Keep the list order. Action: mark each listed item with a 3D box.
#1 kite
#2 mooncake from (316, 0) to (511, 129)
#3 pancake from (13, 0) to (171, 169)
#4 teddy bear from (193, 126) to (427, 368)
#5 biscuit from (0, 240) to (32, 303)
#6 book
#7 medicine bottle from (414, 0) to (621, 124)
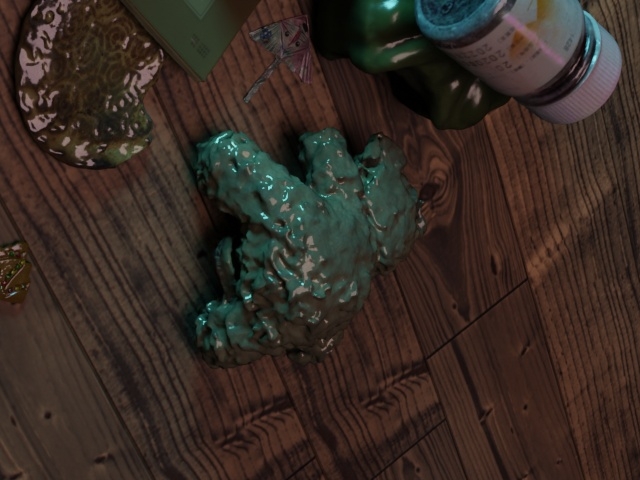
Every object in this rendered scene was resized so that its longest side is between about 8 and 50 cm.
[{"bbox_3d":[-0.056,-0.252,1.754,0.137,0.005,0.153,33,87,-39],"label":"kite"},{"bbox_3d":[0.173,-0.338,1.781,0.351,0.187,0.351,-12,112,-32],"label":"mooncake"},{"bbox_3d":[-0.257,-0.232,1.593,0.286,0.033,0.288,-10,113,-36],"label":"pancake"},{"bbox_3d":[0.000,0.000,1.796,0.367,0.224,0.358,-21,118,-47],"label":"teddy bear"},{"bbox_3d":[-0.402,0.045,1.596,0.082,0.016,0.092,-31,121,-25],"label":"biscuit"},{"bbox_3d":[-0.134,-0.390,1.605,0.310,0.021,0.217,-57,131,-16],"label":"book"},{"bbox_3d":[0.265,-0.276,1.649,0.273,0.165,0.165,27,90,-39],"label":"medicine bottle"}]
